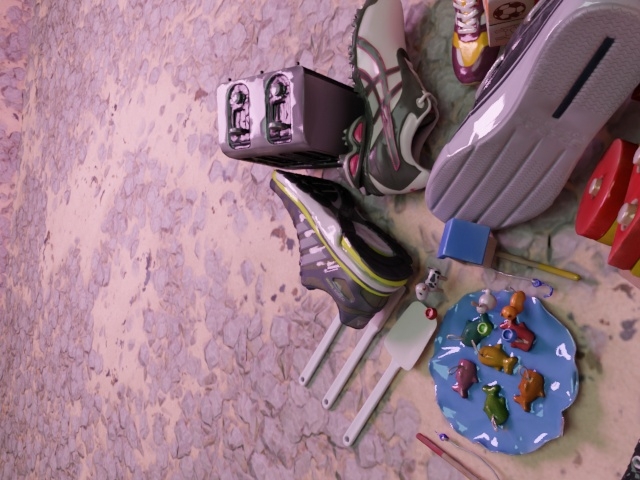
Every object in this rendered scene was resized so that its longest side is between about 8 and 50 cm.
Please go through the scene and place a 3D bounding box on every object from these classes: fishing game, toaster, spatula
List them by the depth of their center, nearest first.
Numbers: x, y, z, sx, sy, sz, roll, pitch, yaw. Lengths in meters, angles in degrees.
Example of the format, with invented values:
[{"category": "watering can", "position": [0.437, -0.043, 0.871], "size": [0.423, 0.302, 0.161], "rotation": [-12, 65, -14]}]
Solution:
[{"category": "fishing game", "position": [0.189, 0.143, 0.655], "size": [0.189, 0.041, 0.264], "rotation": [28, 105, 49]}, {"category": "spatula", "position": [0.053, 0.153, 0.815], "size": [0.168, 0.019, 0.242], "rotation": [46, 117, 39]}, {"category": "toaster", "position": [-0.032, -0.167, 0.849], "size": [0.168, 0.186, 0.110], "rotation": [2, 88, 39]}]

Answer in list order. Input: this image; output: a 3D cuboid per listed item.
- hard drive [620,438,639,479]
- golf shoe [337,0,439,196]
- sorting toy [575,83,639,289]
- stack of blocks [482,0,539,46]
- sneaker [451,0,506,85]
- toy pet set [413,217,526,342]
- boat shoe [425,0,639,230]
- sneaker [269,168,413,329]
[{"category": "hard drive", "position": [0.378, 0.157, 0.432], "size": [0.237, 0.064, 0.338], "rotation": [27, 103, 46]}, {"category": "golf shoe", "position": [0.100, -0.192, 0.774], "size": [0.120, 0.105, 0.272], "rotation": [4, 91, 30]}, {"category": "sorting toy", "position": [0.276, -0.077, 0.430], "size": [0.089, 0.257, 0.255], "rotation": [21, 102, 10]}, {"category": "stack of blocks", "position": [0.234, -0.362, 0.591], "size": [0.171, 0.087, 0.297], "rotation": [-7, 77, 16]}, {"category": "sneaker", "position": [0.176, -0.278, 0.695], "size": [0.070, 0.084, 0.185], "rotation": [10, 92, 47]}, {"category": "toy pet set", "position": [0.157, 0.039, 0.654], "size": [0.122, 0.065, 0.114], "rotation": [9, 81, 49]}, {"category": "boat shoe", "position": [0.211, -0.126, 0.585], "size": [0.119, 0.121, 0.335], "rotation": [-65, 3, -32]}, {"category": "sneaker", "position": [0.000, 0.000, 0.823], "size": [0.300, 0.111, 0.121], "rotation": [53, 124, 45]}]
